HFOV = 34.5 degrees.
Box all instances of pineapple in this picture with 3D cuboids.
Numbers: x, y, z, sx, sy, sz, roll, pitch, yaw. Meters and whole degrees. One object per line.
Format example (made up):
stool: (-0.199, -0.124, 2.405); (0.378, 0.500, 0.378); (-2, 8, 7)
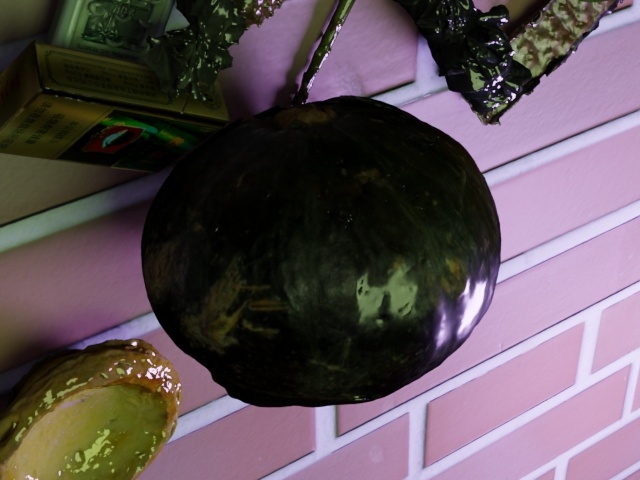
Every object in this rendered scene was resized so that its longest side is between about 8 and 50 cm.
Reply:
pineapple: (-0.115, -0.255, 1.172); (0.251, 0.125, 0.125); (-61, 147, -36)

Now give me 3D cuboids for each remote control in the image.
remote control: (-0.204, -0.340, 1.138); (0.128, 0.065, 0.335); (5, 115, -44)

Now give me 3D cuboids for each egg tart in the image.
egg tart: (-0.331, 0.243, 1.406); (0.294, 0.123, 0.294); (-24, 135, -26)

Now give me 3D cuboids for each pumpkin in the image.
pumpkin: (0.000, 0.000, 1.264); (0.454, 0.454, 0.344); (-28, 120, -22)

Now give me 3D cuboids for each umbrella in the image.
umbrella: (0.178, -0.327, 1.431); (0.128, 0.154, 0.336); (-28, 120, 22)

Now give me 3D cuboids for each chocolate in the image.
chocolate: (0.344, -0.316, 1.610); (0.329, 0.065, 0.102); (-44, 118, -7)

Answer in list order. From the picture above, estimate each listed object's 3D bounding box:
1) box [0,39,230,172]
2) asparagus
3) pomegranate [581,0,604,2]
box: (-0.248, -0.146, 1.178); (0.240, 0.071, 0.159); (5, 155, -40)
asparagus: (0.010, -0.267, 1.395); (0.248, 0.025, 0.024); (-64, 178, 15)
pomegranate: (0.376, -0.435, 1.490); (0.210, 0.180, 0.180); (2, 126, 4)
